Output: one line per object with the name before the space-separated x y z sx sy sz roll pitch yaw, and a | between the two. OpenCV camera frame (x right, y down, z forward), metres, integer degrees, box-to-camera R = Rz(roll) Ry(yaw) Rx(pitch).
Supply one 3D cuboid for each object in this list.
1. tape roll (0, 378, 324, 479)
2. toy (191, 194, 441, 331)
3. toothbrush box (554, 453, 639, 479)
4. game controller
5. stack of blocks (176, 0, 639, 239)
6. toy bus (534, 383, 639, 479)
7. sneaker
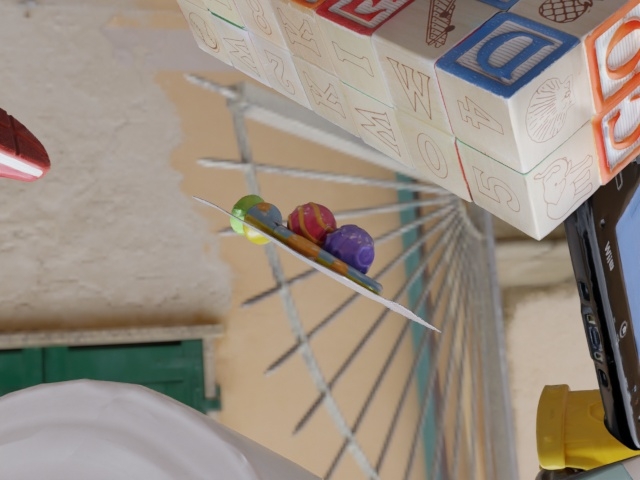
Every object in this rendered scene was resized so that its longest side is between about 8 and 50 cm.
tape roll | -0.094 0.201 0.380 0.286 0.286 0.100 -10 148 27
toy | 0.000 0.000 0.892 0.137 0.056 0.237 29 176 -42
toothbrush box | 0.192 0.306 0.776 0.296 0.216 0.126 -5 160 -45
game controller | 0.255 0.024 0.803 0.067 0.166 0.319 1 131 30
stack of blocks | 0.059 -0.140 0.528 0.171 0.297 0.087 -39 135 -15
toy bus | 0.341 0.258 1.034 0.212 0.220 0.149 -11 -157 20
sneaker | -0.388 -0.084 0.970 0.221 0.087 0.128 27 114 -35
